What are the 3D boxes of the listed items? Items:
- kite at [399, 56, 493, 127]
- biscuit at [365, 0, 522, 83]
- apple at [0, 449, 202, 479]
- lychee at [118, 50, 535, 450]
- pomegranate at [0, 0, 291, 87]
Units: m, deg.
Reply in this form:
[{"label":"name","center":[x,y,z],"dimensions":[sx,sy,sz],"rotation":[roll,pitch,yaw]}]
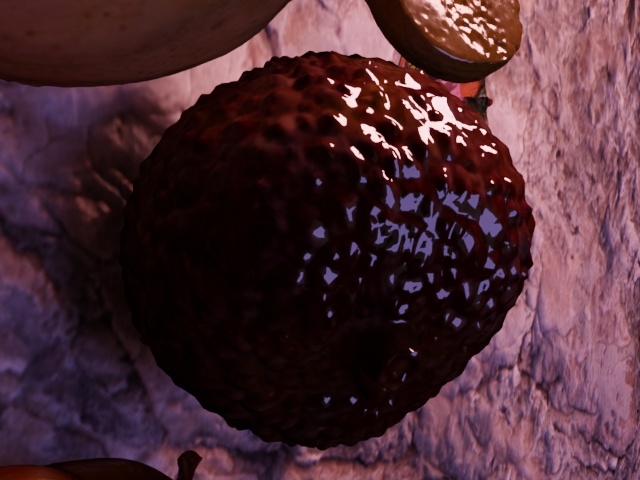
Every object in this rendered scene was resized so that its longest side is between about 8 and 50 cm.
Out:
[{"label":"kite","center":[0.126,-0.176,1.170],"dimensions":[0.234,0.016,0.321],"rotation":[-45,135,-46]},{"label":"biscuit","center":[0.014,-0.221,0.793],"dimensions":[0.301,0.049,0.197],"rotation":[49,52,-5]},{"label":"apple","center":[-0.123,0.256,0.628],"dimensions":[0.316,0.288,0.288],"rotation":[-64,148,-8]},{"label":"lychee","center":[0.000,0.000,0.783],"dimensions":[0.261,0.261,0.260],"rotation":[-25,120,-55]},{"label":"pomegranate","center":[-0.112,-0.214,0.476],"dimensions":[0.322,0.322,0.322],"rotation":[-25,120,-55]}]
